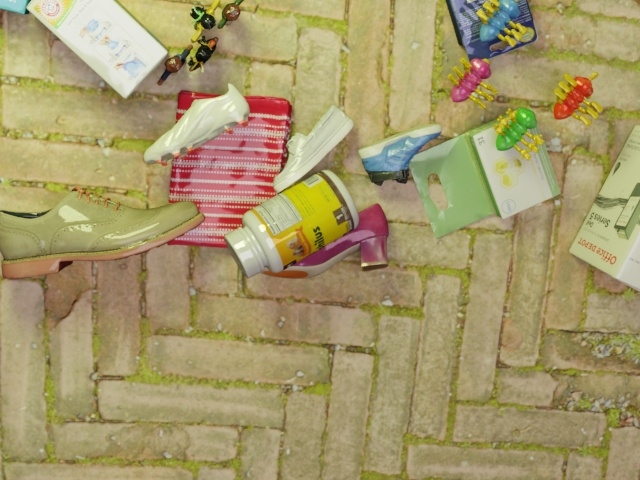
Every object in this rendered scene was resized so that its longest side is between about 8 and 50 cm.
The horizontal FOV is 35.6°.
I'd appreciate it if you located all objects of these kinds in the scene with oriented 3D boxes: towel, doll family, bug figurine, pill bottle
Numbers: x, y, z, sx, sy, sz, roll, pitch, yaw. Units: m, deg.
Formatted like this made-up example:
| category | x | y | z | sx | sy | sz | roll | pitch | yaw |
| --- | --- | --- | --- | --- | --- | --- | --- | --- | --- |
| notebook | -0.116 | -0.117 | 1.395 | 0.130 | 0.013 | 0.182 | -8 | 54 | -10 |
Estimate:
| category | x | y | z | sx | sy | sz | roll | pitch | yaw |
| --- | --- | --- | --- | --- | --- | --- | --- | --- | --- |
| towel | -0.158 | -0.118 | 1.720 | 0.199 | 0.031 | 0.274 | 4 | 103 | -11 |
| doll family | -0.196 | -0.326 | 1.620 | 0.076 | 0.111 | 0.193 | 27 | 98 | -15 |
| bug figurine | 0.339 | -0.277 | 1.712 | 0.279 | 0.072 | 0.216 | 44 | 88 | -11 |
| pill bottle | -0.051 | -0.023 | 1.687 | 0.215 | 0.117 | 0.117 | -30 | 107 | -11 |

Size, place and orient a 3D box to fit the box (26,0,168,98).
| category | x | y | z | sx | sy | sz | roll | pitch | yaw |
| --- | --- | --- | --- | --- | --- | --- | --- | --- | --- |
| box | -0.351 | -0.337 | 1.587 | 0.203 | 0.114 | 0.103 | 43 | 94 | -16 |

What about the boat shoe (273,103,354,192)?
| category | x | y | z | sx | sy | sz | roll | pitch | yaw |
| --- | --- | --- | --- | --- | --- | --- | --- | --- | --- |
| boat shoe | -0.023 | -0.160 | 1.710 | 0.184 | 0.066 | 0.063 | -44 | 97 | -6 |

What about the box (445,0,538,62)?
| category | x | y | z | sx | sy | sz | roll | pitch | yaw |
| --- | --- | --- | --- | --- | --- | --- | --- | --- | --- |
| box | 0.283 | -0.431 | 1.721 | 0.136 | 0.036 | 0.225 | -21 | 106 | -5 |

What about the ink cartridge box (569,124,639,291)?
| category | x | y | z | sx | sy | sz | roll | pitch | yaw |
| --- | --- | --- | --- | --- | --- | --- | --- | --- | --- |
| ink cartridge box | 0.589 | -0.053 | 1.784 | 0.115 | 0.198 | 0.272 | 24 | 98 | -15 |

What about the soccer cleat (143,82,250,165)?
| category | x | y | z | sx | sy | sz | roll | pitch | yaw |
| --- | --- | --- | --- | --- | --- | --- | --- | --- | --- |
| soccer cleat | -0.210 | -0.189 | 1.651 | 0.196 | 0.068 | 0.076 | -27 | 86 | 3 |

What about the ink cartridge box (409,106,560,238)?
| category | x | y | z | sx | sy | sz | roll | pitch | yaw |
| --- | --- | --- | --- | --- | --- | --- | --- | --- | --- |
| ink cartridge box | 0.294 | -0.117 | 1.792 | 0.235 | 0.056 | 0.171 | -24 | 107 | -6 |

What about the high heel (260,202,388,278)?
| category | x | y | z | sx | sy | sz | roll | pitch | yaw |
| --- | --- | --- | --- | --- | --- | --- | --- | --- | --- |
| high heel | 0.000 | 0.000 | 1.768 | 0.244 | 0.082 | 0.117 | -7 | 73 | 5 |

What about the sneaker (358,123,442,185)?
| category | x | y | z | sx | sy | sz | roll | pitch | yaw |
| --- | --- | --- | --- | --- | --- | --- | --- | --- | --- |
| sneaker | 0.151 | -0.147 | 1.753 | 0.152 | 0.058 | 0.084 | -21 | 100 | -1 |

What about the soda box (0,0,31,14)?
| category | x | y | z | sx | sy | sz | roll | pitch | yaw |
| --- | --- | --- | --- | --- | --- | --- | --- | --- | --- |
| soda box | -0.473 | -0.466 | 1.559 | 0.071 | 0.067 | 0.210 | 13 | 101 | -13 |

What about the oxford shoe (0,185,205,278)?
| category | x | y | z | sx | sy | sz | roll | pitch | yaw |
| --- | --- | --- | --- | --- | --- | --- | --- | --- | --- |
| oxford shoe | -0.369 | -0.031 | 1.652 | 0.348 | 0.123 | 0.130 | -13 | 98 | -5 |
